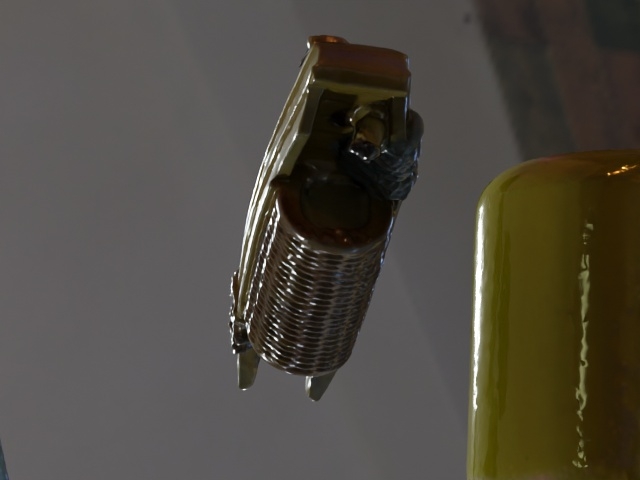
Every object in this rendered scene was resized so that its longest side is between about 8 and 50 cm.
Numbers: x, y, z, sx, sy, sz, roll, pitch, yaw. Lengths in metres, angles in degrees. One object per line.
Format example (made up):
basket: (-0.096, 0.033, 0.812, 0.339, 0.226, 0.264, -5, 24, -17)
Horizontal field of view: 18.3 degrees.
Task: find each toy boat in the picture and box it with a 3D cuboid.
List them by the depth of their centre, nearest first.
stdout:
toy boat: (0.000, 0.000, 1.265, 0.310, 0.089, 0.115, 109, 168, -51)

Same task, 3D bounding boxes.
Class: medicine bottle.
medicine bottle: (0.109, 0.084, 0.674, 0.122, 0.122, 0.212, 18, -108, -55)

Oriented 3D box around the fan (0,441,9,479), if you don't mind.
fan: (-0.189, 0.082, 1.083, 0.023, 0.057, 0.282, -88, 2, -56)
